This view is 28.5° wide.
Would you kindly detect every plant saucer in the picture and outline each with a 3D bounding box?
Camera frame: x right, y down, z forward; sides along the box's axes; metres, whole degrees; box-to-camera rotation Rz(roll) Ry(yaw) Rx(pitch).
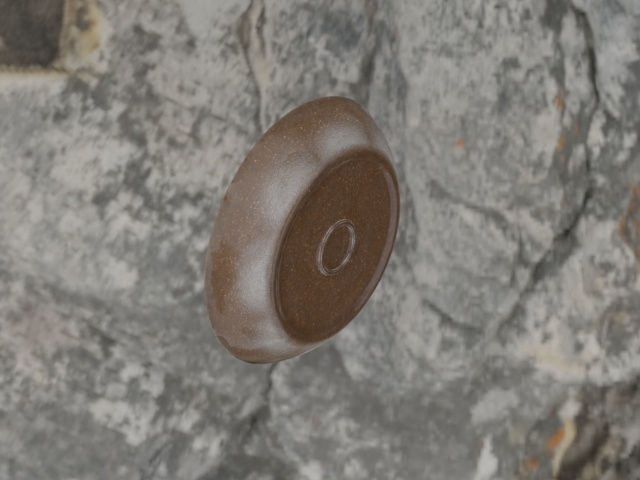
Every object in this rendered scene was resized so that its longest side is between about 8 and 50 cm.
[{"bbox_3d":[0.000,0.000,0.874,0.036,0.198,0.198,24,132,34],"label":"plant saucer"}]
